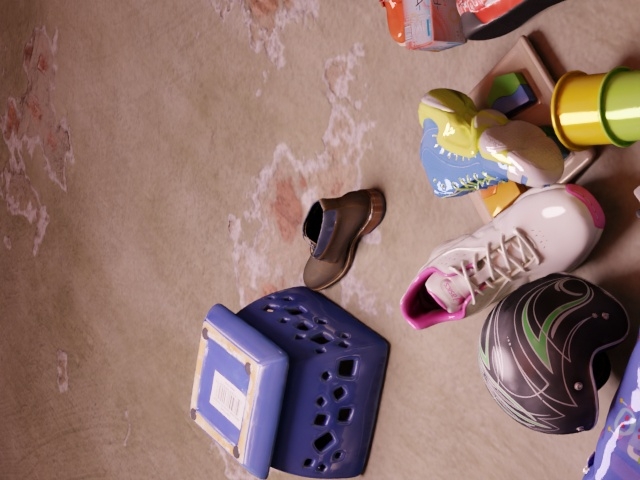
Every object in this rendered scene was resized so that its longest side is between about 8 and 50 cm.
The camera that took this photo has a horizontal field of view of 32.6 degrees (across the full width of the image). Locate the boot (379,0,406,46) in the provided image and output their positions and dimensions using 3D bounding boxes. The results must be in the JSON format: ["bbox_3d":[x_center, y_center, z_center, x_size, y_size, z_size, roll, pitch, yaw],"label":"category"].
[{"bbox_3d":[0.094,-0.349,1.531,0.059,0.084,0.158,-12,85,51],"label":"boot"}]

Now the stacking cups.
[{"bbox_3d":[0.399,-0.145,1.150,0.316,0.096,0.096,2,94,48],"label":"stacking cups"}]

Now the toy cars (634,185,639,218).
[{"bbox_3d":[0.468,-0.005,1.048,0.393,0.087,0.176,2,57,54],"label":"toy cars"}]

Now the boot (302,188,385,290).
[{"bbox_3d":[0.000,0.000,1.660,0.219,0.106,0.082,-56,50,38],"label":"boot"}]

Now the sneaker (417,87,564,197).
[{"bbox_3d":[0.204,-0.094,1.356,0.240,0.091,0.126,45,135,47],"label":"sneaker"}]

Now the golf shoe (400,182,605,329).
[{"bbox_3d":[0.215,0.033,1.336,0.115,0.140,0.306,54,140,1],"label":"golf shoe"}]

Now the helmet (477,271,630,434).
[{"bbox_3d":[0.260,0.134,1.244,0.169,0.161,0.169,36,154,21],"label":"helmet"}]

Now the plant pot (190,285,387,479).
[{"bbox_3d":[-0.062,0.221,1.672,0.236,0.212,0.236,31,116,48],"label":"plant pot"}]

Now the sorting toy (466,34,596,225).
[{"bbox_3d":[0.237,-0.125,1.394,0.208,0.038,0.193,-50,54,42],"label":"sorting toy"}]

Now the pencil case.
[{"bbox_3d":[0.368,0.183,1.172,0.133,0.119,0.306,26,112,35],"label":"pencil case"}]

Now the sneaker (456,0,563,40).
[{"bbox_3d":[0.255,-0.352,1.311,0.270,0.090,0.145,-20,79,54],"label":"sneaker"}]

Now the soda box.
[{"bbox_3d":[0.148,-0.349,1.475,0.058,0.063,0.183,-5,89,53],"label":"soda box"}]
